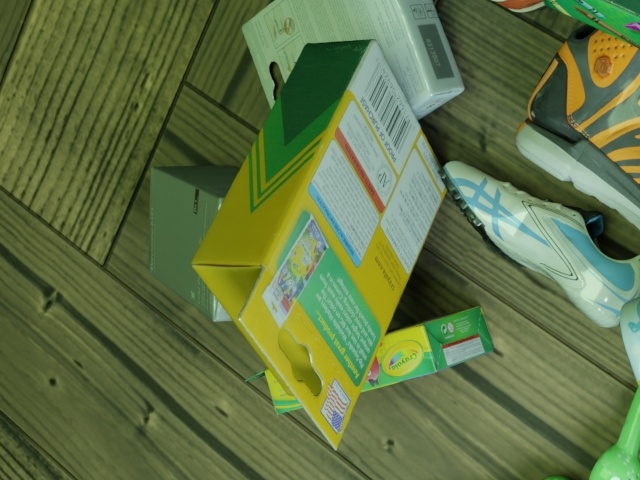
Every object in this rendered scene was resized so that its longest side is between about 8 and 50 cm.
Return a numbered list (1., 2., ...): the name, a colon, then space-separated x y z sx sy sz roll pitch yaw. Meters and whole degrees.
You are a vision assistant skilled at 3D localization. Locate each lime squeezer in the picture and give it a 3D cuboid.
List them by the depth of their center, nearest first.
1. lime squeezer: 0.234 0.214 1.379 0.310 0.059 0.110 -41 72 29

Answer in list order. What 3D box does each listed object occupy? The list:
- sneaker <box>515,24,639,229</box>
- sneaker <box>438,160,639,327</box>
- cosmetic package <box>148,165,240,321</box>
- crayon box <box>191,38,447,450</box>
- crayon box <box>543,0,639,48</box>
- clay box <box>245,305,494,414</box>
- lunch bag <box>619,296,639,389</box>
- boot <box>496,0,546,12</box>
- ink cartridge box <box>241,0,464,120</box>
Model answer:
1. sneaker: 0.326 -0.094 1.257 0.321 0.124 0.180 33 111 27
2. sneaker: 0.210 -0.011 1.373 0.237 0.085 0.086 39 86 29
3. cosmetic package: -0.099 -0.003 1.487 0.238 0.107 0.127 -161 71 -63
4. crayon box: 0.000 0.000 1.331 0.083 0.203 0.323 1 51 33
5. crayon box: 0.322 -0.291 1.211 0.165 0.081 0.278 32 85 27
6. clay box: 0.046 0.123 1.451 0.222 0.127 0.053 -20 85 33
7. lunch bag: 0.339 0.140 1.233 0.090 0.176 0.219 -23 80 32
8. boot: 0.223 -0.258 1.337 0.158 0.084 0.059 -27 77 30
9. ink cartridge box: 0.029 -0.192 1.499 0.232 0.066 0.189 -31 76 52
